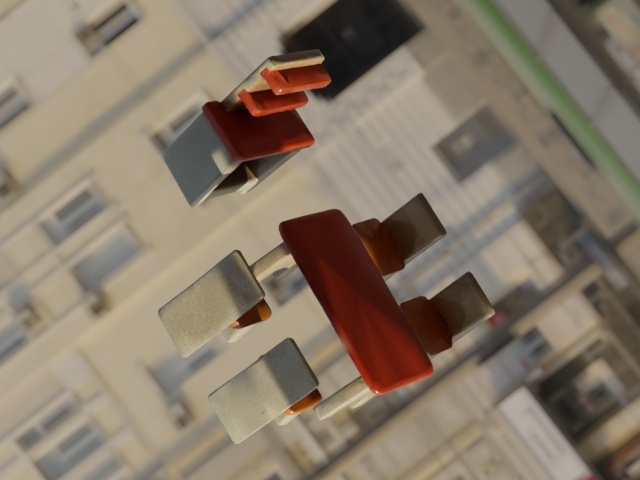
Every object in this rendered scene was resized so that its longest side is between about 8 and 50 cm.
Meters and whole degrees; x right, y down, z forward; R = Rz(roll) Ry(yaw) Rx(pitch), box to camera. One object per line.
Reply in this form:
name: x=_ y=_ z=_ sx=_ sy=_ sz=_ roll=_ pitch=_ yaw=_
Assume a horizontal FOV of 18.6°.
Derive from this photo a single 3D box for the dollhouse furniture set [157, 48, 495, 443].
dollhouse furniture set: x=0.000 y=0.000 z=1.491 sx=0.262 sy=0.135 sz=0.259 roll=-17 pitch=-108 yaw=-54
